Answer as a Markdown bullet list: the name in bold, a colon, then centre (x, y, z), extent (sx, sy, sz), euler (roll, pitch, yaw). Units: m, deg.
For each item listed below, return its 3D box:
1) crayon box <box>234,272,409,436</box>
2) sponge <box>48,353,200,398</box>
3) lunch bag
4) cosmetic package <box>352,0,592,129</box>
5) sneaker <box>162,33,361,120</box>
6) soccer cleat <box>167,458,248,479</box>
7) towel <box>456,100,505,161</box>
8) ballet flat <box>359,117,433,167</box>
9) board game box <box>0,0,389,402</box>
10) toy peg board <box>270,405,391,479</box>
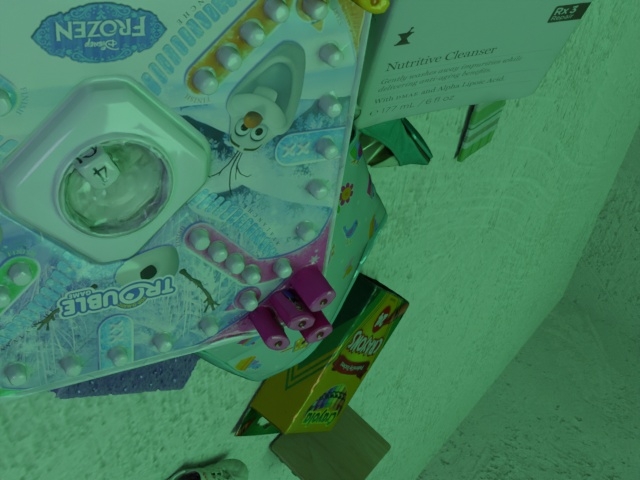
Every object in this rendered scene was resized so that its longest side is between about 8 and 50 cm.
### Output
- **crayon box**: centre (0.010, 0.204, 1.221), extent (0.319, 0.081, 0.202), euler (-58, 156, 2)
- **sponge**: centre (-0.191, 0.110, 0.804), extent (0.117, 0.031, 0.210), euler (-61, 154, 6)
- **lunch bag**: centre (-0.058, 0.014, 0.790), extent (0.262, 0.160, 0.223), euler (-59, 157, -11)
- **cosmetic package**: centre (0.133, -0.279, 0.610), extent (0.217, 0.156, 0.385), euler (-14, 156, -16)
- **sneaker**: centre (-0.090, -0.166, 0.601), extent (0.297, 0.111, 0.130), euler (8, 72, -49)
- **soccer cleat**: centre (-0.171, 0.360, 1.091), extent (0.196, 0.068, 0.076), euler (-14, 128, -53)
- **towel**: centre (0.287, -0.221, 1.315), extent (0.113, 0.023, 0.152), euler (-32, 147, -39)
- **ballet flat**: centre (0.077, -0.142, 0.968), extent (0.087, 0.083, 0.247), euler (-35, 157, 10)
- **board game box**: centre (-0.140, -0.035, 0.513), extent (0.389, 0.050, 0.390), euler (-12, 131, -27)
- **toy peg board**: centre (0.012, 0.387, 1.366), extent (0.160, 0.161, 0.079), euler (-42, 168, -32)
